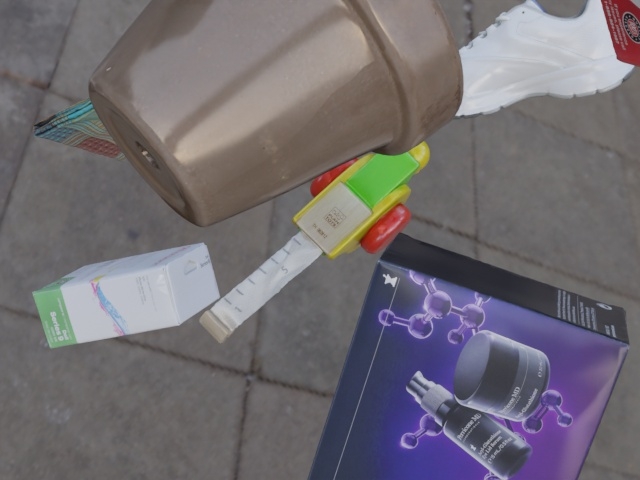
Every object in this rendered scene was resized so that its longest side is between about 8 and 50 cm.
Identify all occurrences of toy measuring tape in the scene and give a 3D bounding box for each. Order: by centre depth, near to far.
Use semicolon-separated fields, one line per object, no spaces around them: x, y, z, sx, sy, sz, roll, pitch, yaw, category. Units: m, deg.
0.000;0.000;1.216;0.330;0.121;0.121;-43;81;-10;toy measuring tape

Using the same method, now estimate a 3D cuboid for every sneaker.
0.233;-0.228;1.331;0.111;0.297;0.129;-60;137;-71;sneaker

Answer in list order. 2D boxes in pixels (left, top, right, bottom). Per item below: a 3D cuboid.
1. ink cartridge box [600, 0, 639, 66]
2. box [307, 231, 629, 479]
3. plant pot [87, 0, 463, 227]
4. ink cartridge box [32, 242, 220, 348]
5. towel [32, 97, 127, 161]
0.341;-0.226;0.844;0.114;0.197;0.273;-32;30;-11;ink cartridge box
0.097;0.151;0.798;0.184;0.261;0.103;19;15;11;box
-0.053;-0.133;0.865;0.229;0.263;0.263;-41;80;-14;plant pot
-0.273;0.077;1.526;0.154;0.212;0.093;-38;114;-70;ink cartridge box
-0.312;-0.237;1.990;0.271;0.370;0.040;15;60;-58;towel
